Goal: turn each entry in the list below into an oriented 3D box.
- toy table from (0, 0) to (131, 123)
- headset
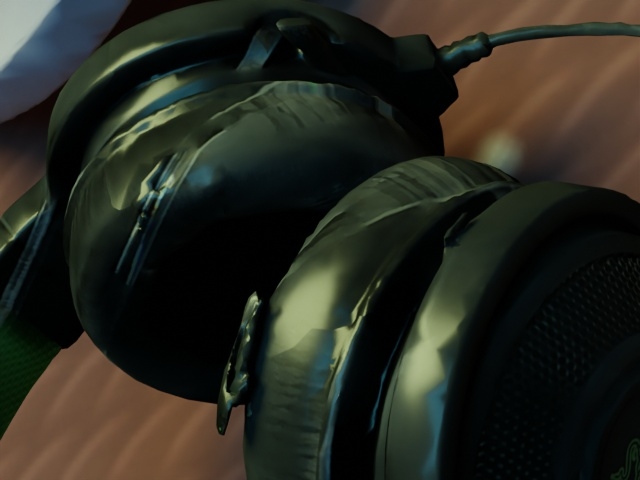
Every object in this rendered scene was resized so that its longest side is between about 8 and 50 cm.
[{"bbox_3d":[-0.185,-0.146,0.647,0.274,0.160,0.252,-21,63,53],"label":"toy table"},{"bbox_3d":[0.000,0.000,0.484,0.394,0.185,0.243,-46,45,-2],"label":"headset"}]
